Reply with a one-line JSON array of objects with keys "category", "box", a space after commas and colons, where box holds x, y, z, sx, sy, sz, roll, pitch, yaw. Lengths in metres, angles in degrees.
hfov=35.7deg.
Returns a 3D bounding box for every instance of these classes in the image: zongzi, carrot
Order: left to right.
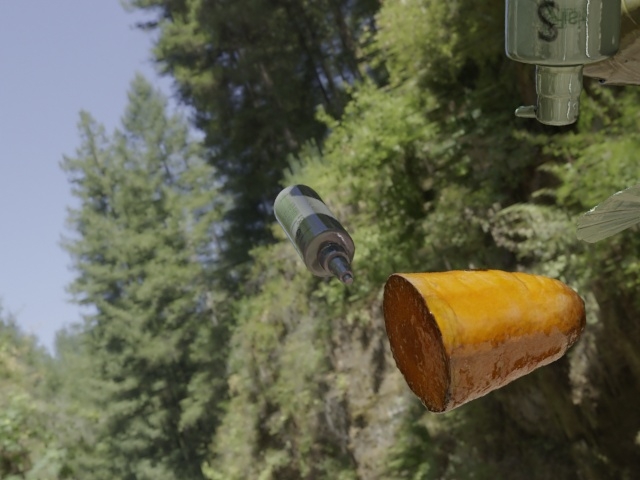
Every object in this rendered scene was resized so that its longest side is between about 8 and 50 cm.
[{"category": "carrot", "box": [0.199, 0.094, 1.109, 0.225, 0.159, 0.159, -11, -17, -17]}, {"category": "zongzi", "box": [0.649, -0.352, 1.634, 0.447, 0.181, 0.418, 0, 1, -13]}]

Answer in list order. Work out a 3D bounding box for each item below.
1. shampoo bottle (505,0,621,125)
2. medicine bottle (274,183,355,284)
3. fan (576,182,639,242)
[{"category": "shampoo bottle", "box": [0.178, -0.215, 0.727, 0.085, 0.262, 0.085, -3, 19, 1]}, {"category": "medicine bottle", "box": [0.000, 0.000, 1.056, 0.057, 0.058, 0.199, -19, 29, -8]}, {"category": "fan", "box": [0.387, -0.043, 1.211, 0.131, 0.009, 0.240, -1, -23, -26]}]
